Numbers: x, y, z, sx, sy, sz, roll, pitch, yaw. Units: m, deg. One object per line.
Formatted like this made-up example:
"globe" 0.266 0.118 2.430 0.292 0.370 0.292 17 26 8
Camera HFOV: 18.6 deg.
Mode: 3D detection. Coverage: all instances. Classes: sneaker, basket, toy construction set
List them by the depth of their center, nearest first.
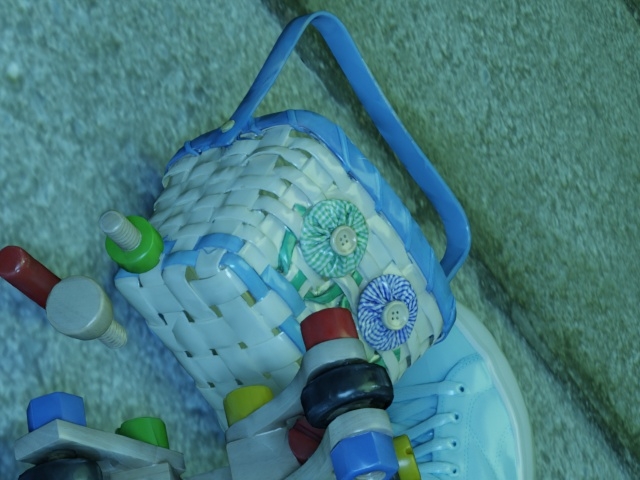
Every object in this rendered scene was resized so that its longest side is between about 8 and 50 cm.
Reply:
"toy construction set" -0.074 0.136 1.320 0.309 0.257 0.237 49 -1 25
"basket" 0.000 0.000 1.503 0.254 0.201 0.289 53 45 -26
"sneaker" 0.096 0.213 1.605 0.150 0.135 0.365 13 61 -58
